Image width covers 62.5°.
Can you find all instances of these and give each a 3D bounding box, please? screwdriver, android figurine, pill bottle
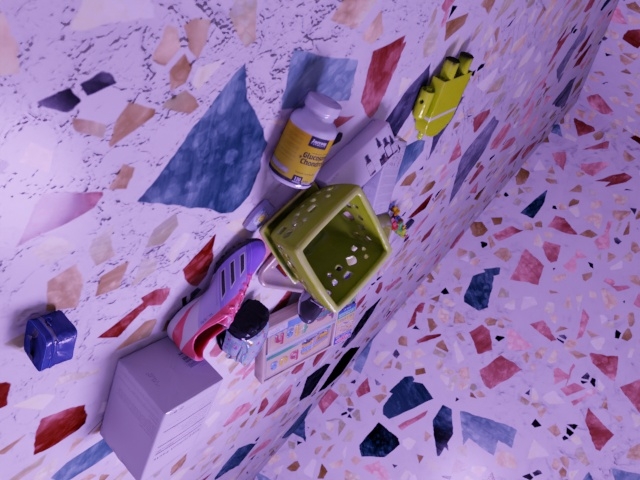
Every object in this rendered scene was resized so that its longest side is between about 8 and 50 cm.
[{"bbox_3d":[0.339,-0.023,2.230,0.170,0.025,0.024,-53,159,6],"label":"screwdriver"},{"bbox_3d":[0.360,-0.420,1.569,0.248,0.056,0.272,-32,152,-39],"label":"android figurine"},{"bbox_3d":[-0.029,-0.206,1.086,0.103,0.103,0.184,-18,142,-54],"label":"pill bottle"}]

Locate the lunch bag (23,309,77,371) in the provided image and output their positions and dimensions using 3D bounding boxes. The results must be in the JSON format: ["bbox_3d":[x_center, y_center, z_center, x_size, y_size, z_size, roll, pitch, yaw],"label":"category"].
[{"bbox_3d":[-0.463,0.170,0.896,0.065,0.067,0.098,-23,145,-51],"label":"lunch bag"}]

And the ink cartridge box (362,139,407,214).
[{"bbox_3d":[0.188,-0.194,1.608,0.189,0.066,0.232,-18,121,-66],"label":"ink cartridge box"}]

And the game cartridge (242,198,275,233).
[{"bbox_3d":[-0.144,-0.056,1.229,0.083,0.017,0.056,-49,155,-2],"label":"game cartridge"}]

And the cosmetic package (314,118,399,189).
[{"bbox_3d":[0.095,-0.199,1.358,0.239,0.060,0.099,-45,131,-15],"label":"cosmetic package"}]

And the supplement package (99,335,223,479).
[{"bbox_3d":[-0.390,0.403,1.276,0.175,0.177,0.292,-23,146,-51],"label":"supplement package"}]

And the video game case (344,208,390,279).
[{"bbox_3d":[0.137,0.024,1.855,0.244,0.061,0.269,-43,158,-20],"label":"video game case"}]

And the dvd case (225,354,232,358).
[{"bbox_3d":[-0.248,0.344,1.690,0.087,0.013,0.119,-51,160,1],"label":"dvd case"}]

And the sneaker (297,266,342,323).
[{"bbox_3d":[0.008,0.153,1.682,0.132,0.086,0.228,-37,-155,59],"label":"sneaker"}]

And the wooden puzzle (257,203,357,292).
[{"bbox_3d":[0.001,0.014,1.544,0.347,0.080,0.322,-52,159,6],"label":"wooden puzzle"}]

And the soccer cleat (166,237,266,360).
[{"bbox_3d":[-0.222,0.136,1.238,0.318,0.116,0.108,-49,148,-2],"label":"soccer cleat"}]

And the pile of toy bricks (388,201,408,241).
[{"bbox_3d":[0.282,-0.047,1.964,0.118,0.105,0.212,-43,158,-19],"label":"pile of toy bricks"}]

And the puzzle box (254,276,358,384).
[{"bbox_3d":[-0.044,0.309,1.821,0.409,0.052,0.272,-22,136,-33],"label":"puzzle box"}]

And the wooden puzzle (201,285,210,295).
[{"bbox_3d":[-0.266,0.125,1.299,0.083,0.006,0.049,-48,159,-4],"label":"wooden puzzle"}]

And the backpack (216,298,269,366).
[{"bbox_3d":[-0.216,0.270,1.491,0.152,0.115,0.182,-34,156,-42],"label":"backpack"}]

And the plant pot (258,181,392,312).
[{"bbox_3d":[0.000,0.000,1.271,0.227,0.207,0.228,-45,128,-20],"label":"plant pot"}]

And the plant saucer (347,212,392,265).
[{"bbox_3d":[0.167,0.016,1.768,0.241,0.037,0.241,-41,156,-23],"label":"plant saucer"}]
